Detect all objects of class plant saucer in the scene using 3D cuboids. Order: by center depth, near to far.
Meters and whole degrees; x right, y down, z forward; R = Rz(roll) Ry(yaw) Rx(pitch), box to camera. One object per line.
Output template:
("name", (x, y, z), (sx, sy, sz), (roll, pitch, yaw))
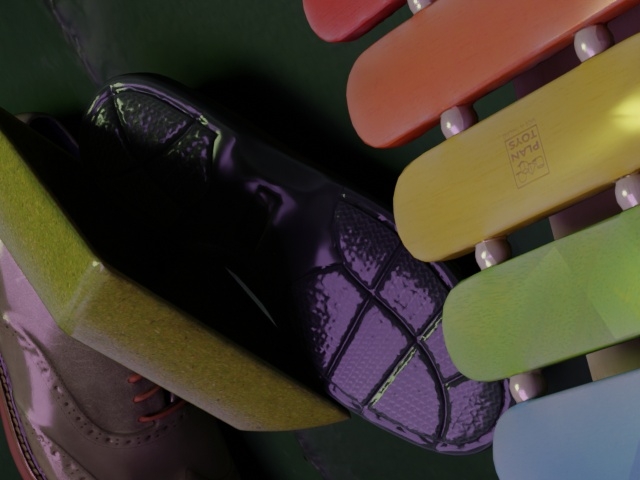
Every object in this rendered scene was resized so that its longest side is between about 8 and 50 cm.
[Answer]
("plant saucer", (-0.095, 0.022, 0.726), (0.188, 0.045, 0.188), (36, -174, -42))

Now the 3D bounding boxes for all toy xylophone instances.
("toy xylophone", (0.106, -0.048, 0.483), (0.236, 0.081, 0.322), (-40, 63, 50))

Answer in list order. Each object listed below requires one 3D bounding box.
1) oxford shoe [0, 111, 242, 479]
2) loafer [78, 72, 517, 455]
("oxford shoe", (-0.130, 0.081, 0.883), (0.130, 0.123, 0.348), (-21, 106, 47))
("loafer", (0.000, 0.000, 0.729), (0.267, 0.084, 0.096), (39, 111, 10))
